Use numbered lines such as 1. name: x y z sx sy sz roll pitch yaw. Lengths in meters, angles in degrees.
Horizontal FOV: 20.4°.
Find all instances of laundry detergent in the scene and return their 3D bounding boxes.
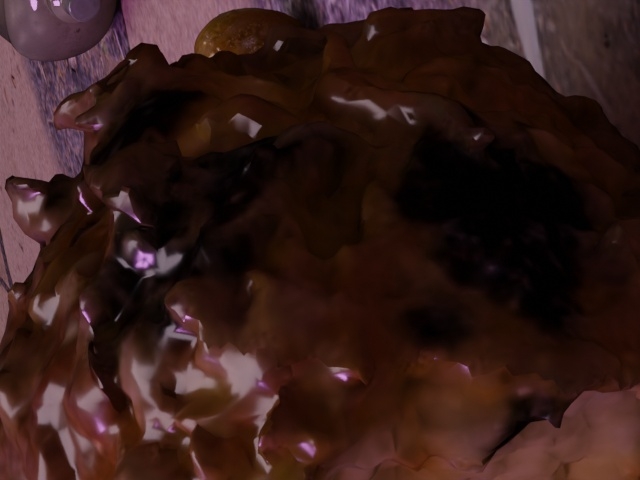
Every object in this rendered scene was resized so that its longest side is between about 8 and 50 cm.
1. laundry detergent: -0.225 -0.232 1.400 0.253 0.091 0.181 -133 38 -53

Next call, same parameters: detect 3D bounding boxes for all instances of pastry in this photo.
1. pastry: 0.036 0.103 0.666 0.337 0.292 0.405 -121 8 -67

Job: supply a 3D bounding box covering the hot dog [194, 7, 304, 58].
1. hot dog: -0.003 0.001 0.990 0.285 0.088 0.061 67 155 8
